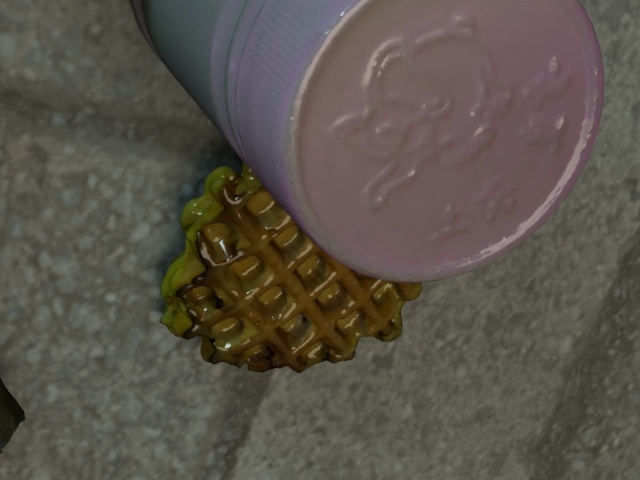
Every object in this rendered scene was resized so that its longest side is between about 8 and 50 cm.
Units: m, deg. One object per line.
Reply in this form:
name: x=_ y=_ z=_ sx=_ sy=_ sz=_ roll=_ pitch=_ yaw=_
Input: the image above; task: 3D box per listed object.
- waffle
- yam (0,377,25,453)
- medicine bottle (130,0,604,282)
waffle: x=0.000 y=0.000 z=1.109 sx=0.243 sy=0.059 sz=0.238 roll=-3 pitch=123 yaw=-27
yam: x=-0.304 y=0.057 z=0.967 sx=0.106 sy=0.106 sz=0.259 roll=-32 pitch=124 yaw=-8
medicine bottle: x=0.014 y=-0.130 z=0.895 sx=0.202 sy=0.316 sz=0.202 roll=-11 pitch=121 yaw=-20
